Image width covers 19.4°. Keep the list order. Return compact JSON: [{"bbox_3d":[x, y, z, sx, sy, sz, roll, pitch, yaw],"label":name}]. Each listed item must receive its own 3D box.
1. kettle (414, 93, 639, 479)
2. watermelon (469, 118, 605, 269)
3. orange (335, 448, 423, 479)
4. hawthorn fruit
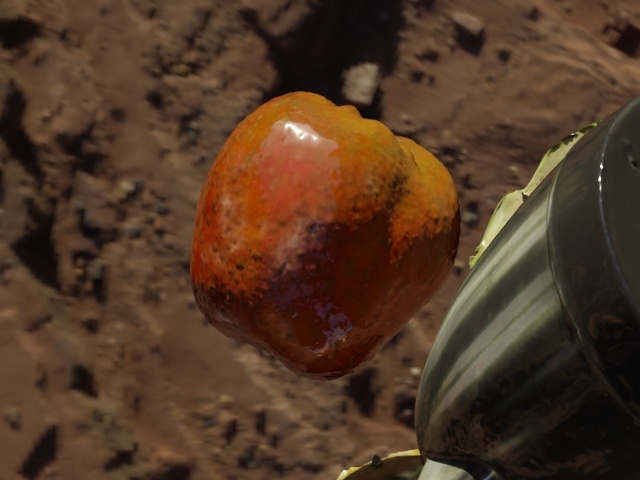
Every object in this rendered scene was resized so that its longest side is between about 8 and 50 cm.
[{"bbox_3d":[0.153,0.055,1.005,0.271,0.207,0.251,-45,28,46],"label":"kettle"},{"bbox_3d":[0.268,-0.035,1.425,0.303,0.159,0.128,9,117,44],"label":"watermelon"},{"bbox_3d":[0.102,0.309,1.335,0.249,0.329,0.329,-25,74,11],"label":"orange"},{"bbox_3d":[0.000,0.000,1.225,0.189,0.189,0.189,-3,83,25],"label":"hawthorn fruit"}]
